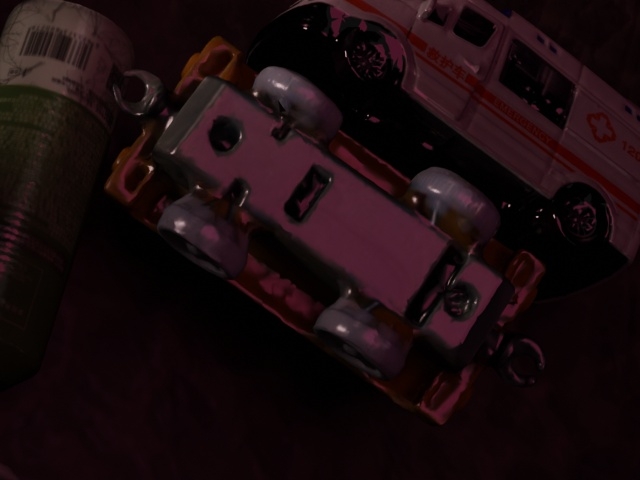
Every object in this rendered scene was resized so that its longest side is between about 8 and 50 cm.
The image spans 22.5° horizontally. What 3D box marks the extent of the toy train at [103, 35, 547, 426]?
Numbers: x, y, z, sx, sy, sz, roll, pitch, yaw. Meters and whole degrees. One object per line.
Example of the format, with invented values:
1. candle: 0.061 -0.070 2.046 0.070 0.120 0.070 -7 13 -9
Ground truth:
1. toy train: 0.000 0.000 0.705 0.219 0.127 0.089 34 77 -1

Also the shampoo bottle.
1. shampoo bottle: -0.129 0.001 0.672 0.065 0.065 0.204 22 65 -19

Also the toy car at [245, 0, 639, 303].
1. toy car: 0.068 -0.063 0.779 0.210 0.089 0.108 34 61 -16
